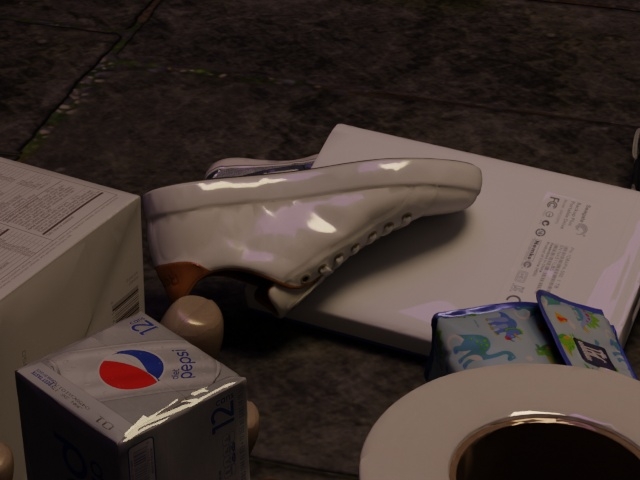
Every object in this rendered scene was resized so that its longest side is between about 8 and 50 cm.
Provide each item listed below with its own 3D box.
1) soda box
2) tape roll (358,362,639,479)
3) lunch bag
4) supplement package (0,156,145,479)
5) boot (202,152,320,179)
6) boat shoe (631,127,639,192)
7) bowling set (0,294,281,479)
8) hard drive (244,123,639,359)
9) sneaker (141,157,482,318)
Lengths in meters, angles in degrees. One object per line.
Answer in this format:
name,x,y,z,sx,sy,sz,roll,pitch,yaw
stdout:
soda box,-0.102,0.192,0.983,0.091,0.286,0.098,-26,40,-36
tape roll,0.142,0.213,1.074,0.246,0.169,0.246,1,30,-1
lunch bag,0.171,0.112,1.308,0.151,0.096,0.128,-6,45,-13
supplement package,-0.294,0.058,1.290,0.263,0.199,0.198,16,33,23
boot,-0.020,-0.035,1.605,0.190,0.069,0.086,-5,37,6
boat shoe,0.356,-0.088,1.674,0.114,0.091,0.302,27,33,5
bowling set,-0.117,0.188,1.170,0.200,0.154,0.287,38,42,20
hard drive,0.122,0.013,1.478,0.319,0.040,0.210,14,54,20
sneaker,0.000,0.000,1.440,0.290,0.123,0.106,-8,-6,-8
